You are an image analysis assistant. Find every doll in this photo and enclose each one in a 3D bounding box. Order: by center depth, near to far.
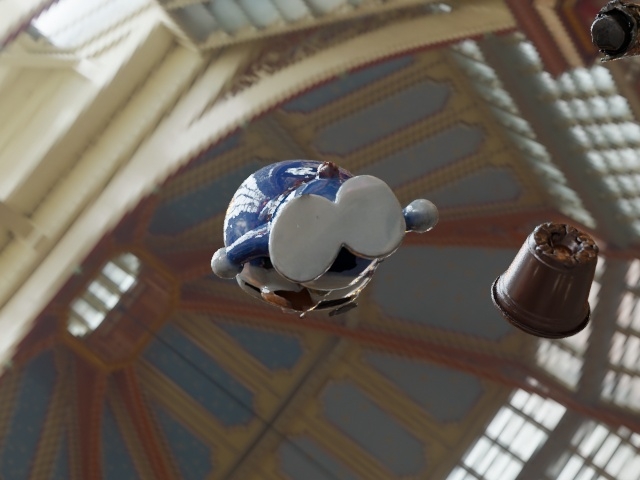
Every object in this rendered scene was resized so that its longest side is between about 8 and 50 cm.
[{"bbox_3d":[0.000,0.000,1.450,0.215,0.257,0.161,-6,-87,-8],"label":"doll"}]

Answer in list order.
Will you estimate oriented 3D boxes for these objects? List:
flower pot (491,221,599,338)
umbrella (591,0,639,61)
[{"bbox_3d":[0.241,0.034,1.568,0.111,0.111,0.089,-19,-42,-34],"label":"flower pot"},{"bbox_3d":[0.200,-0.133,0.940,0.133,0.031,0.036,-18,-87,-60],"label":"umbrella"}]
